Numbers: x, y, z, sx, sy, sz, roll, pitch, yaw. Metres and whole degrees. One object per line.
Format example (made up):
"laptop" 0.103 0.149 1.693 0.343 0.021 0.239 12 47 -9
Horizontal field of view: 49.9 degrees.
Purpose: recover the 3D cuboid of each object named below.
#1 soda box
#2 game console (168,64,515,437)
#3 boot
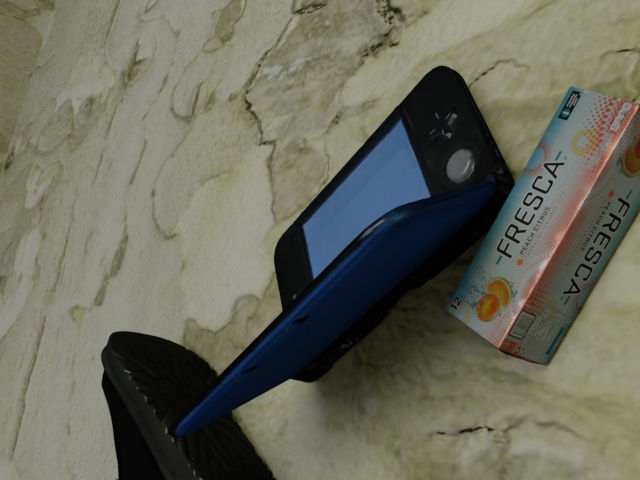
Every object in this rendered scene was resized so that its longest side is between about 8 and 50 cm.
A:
"soda box" 0.165 -0.009 0.478 0.183 0.058 0.063 -62 35 8
"game console" 0.000 0.000 0.581 0.293 0.173 0.250 -46 41 34
"boot" -0.202 0.279 0.754 0.260 0.131 0.348 -61 36 10
